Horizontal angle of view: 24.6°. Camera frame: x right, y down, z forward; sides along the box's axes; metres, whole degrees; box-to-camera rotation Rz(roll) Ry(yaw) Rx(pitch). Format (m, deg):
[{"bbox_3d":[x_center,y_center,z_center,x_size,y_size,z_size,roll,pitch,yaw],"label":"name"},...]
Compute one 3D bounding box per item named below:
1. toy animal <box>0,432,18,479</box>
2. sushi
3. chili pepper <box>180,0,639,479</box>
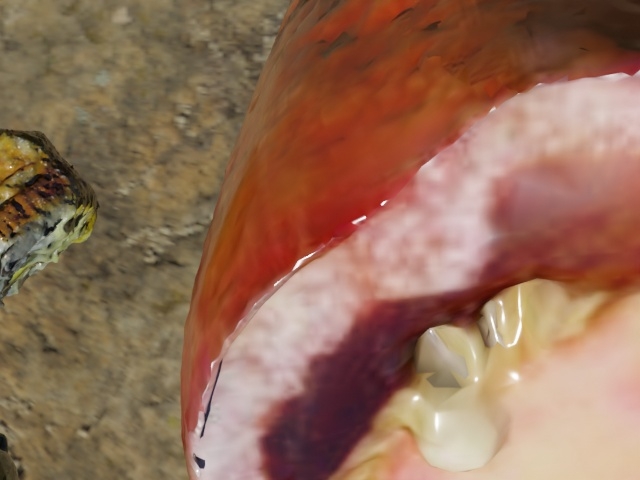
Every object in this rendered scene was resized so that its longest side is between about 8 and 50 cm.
[{"bbox_3d":[-0.439,0.259,1.588,0.181,0.180,0.363,-18,152,-2],"label":"toy animal"},{"bbox_3d":[-0.323,-0.019,1.473,0.184,0.274,0.139,-44,88,-12],"label":"sushi"},{"bbox_3d":[0.086,-0.007,0.498,0.251,0.229,0.305,54,26,-24],"label":"chili pepper"}]
